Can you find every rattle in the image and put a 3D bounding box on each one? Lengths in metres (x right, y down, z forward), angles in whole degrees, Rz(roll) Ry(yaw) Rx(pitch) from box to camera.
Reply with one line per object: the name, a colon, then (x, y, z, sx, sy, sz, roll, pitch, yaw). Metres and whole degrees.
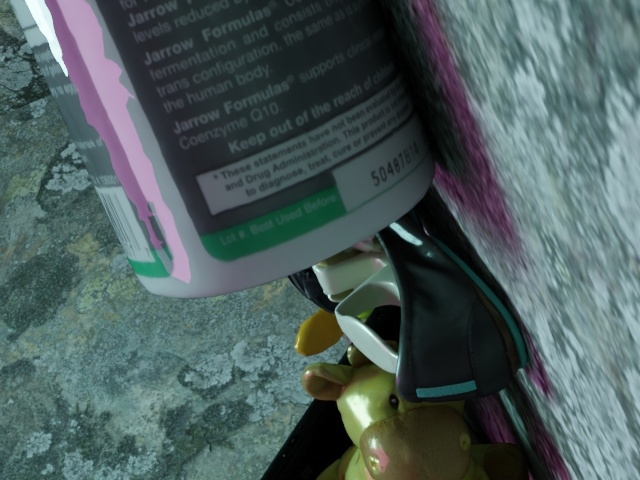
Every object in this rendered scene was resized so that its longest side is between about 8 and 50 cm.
rattle: (-0.004, 0.090, 1.734, 0.199, 0.142, 0.130, 45, 175, 45)

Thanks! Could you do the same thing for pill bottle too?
pill bottle: (-0.083, -0.165, 0.688, 0.204, 0.204, 0.361, -123, 11, -74)

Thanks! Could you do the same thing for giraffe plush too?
giraffe plush: (0.072, 0.153, 0.835, 0.210, 0.181, 0.171, 40, 146, 44)

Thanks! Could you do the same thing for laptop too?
laptop: (-0.018, 0.074, 1.116, 0.236, 0.408, 0.382, 31, 167, 18)

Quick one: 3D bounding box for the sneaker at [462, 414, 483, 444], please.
sneaker: (0.150, 0.279, 1.062, 0.282, 0.102, 0.161, -90, -24, -70)

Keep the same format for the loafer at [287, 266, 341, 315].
loafer: (0.000, 0.000, 1.493, 0.095, 0.109, 0.303, -122, 12, -47)

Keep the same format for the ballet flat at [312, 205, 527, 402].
ballet flat: (0.046, 0.017, 0.806, 0.280, 0.096, 0.095, -118, 5, -61)
